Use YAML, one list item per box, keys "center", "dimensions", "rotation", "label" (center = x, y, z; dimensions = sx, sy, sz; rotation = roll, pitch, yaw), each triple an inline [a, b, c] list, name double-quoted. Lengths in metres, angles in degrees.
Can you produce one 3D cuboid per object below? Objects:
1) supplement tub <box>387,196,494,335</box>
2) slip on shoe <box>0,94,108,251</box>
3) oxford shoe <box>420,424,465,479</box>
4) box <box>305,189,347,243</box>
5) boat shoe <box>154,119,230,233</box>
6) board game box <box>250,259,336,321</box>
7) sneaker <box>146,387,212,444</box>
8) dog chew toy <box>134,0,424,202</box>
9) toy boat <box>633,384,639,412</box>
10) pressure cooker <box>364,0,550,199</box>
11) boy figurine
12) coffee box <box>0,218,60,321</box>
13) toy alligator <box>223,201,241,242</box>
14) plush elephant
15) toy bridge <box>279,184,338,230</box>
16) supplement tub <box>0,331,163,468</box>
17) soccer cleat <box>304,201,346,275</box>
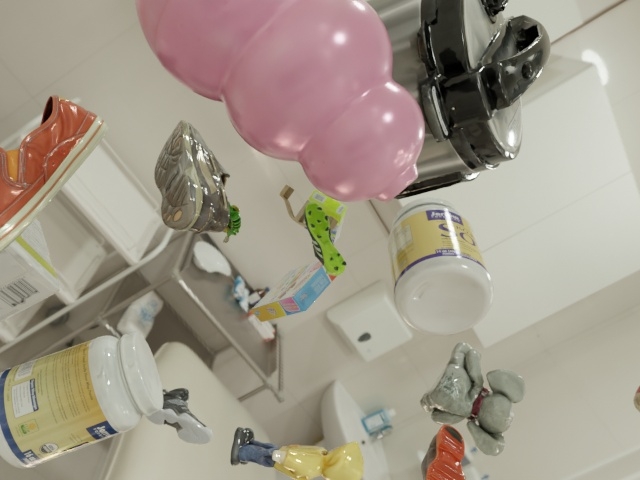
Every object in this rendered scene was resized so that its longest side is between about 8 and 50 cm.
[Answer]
- center: [0.303, 0.056, 1.313]
  dimensions: [0.241, 0.241, 0.331]
  rotation: [54, 22, -29]
  label: "supplement tub"
- center: [-0.443, -0.083, 0.723]
  dimensions: [0.101, 0.123, 0.331]
  rotation: [41, 56, -29]
  label: "slip on shoe"
- center: [0.296, 0.585, 1.235]
  dimensions: [0.097, 0.098, 0.271]
  rotation: [35, 29, 9]
  label: "oxford shoe"
- center: [0.011, -0.061, 1.454]
  dimensions: [0.109, 0.042, 0.178]
  rotation: [30, -30, 11]
  label: "box"
- center: [-0.278, -0.133, 1.096]
  dimensions: [0.130, 0.132, 0.355]
  rotation: [25, 32, -37]
  label: "boat shoe"
- center: [-0.084, 0.173, 1.775]
  dimensions: [0.064, 0.316, 0.242]
  rotation: [52, 55, -10]
  label: "board game box"
- center: [-0.498, 0.633, 1.832]
  dimensions: [0.269, 0.101, 0.153]
  rotation: [25, 23, 5]
  label: "sneaker"
- center: [-0.025, -0.177, 0.496]
  dimensions: [0.332, 0.206, 0.206]
  rotation: [49, 10, 0]
  label: "dog chew toy"
- center: [0.815, 0.346, 1.124]
  dimensions: [0.151, 0.151, 0.231]
  rotation: [20, 0, 42]
  label: "toy boat"
- center: [0.195, -0.285, 0.916]
  dimensions: [0.375, 0.420, 0.369]
  rotation: [22, 64, -52]
  label: "pressure cooker"
- center: [-0.050, 0.465, 1.074]
  dimensions: [0.177, 0.285, 0.092]
  rotation: [54, 39, -63]
  label: "boy figurine"
- center: [-1.031, 0.028, 1.434]
  dimensions: [0.334, 0.338, 0.338]
  rotation: [53, -14, 32]
  label: "coffee box"
- center: [-0.248, -0.039, 1.398]
  dimensions: [0.051, 0.056, 0.189]
  rotation: [33, -34, 13]
  label: "toy alligator"
- center: [0.483, 0.494, 1.541]
  dimensions: [0.255, 0.272, 0.330]
  rotation: [32, -2, 14]
  label: "plush elephant"
- center: [-0.038, -0.068, 1.220]
  dimensions: [0.188, 0.063, 0.026]
  rotation: [38, 3, 33]
  label: "toy bridge"
- center: [-0.548, 0.354, 1.141]
  dimensions: [0.228, 0.316, 0.228]
  rotation: [161, -90, -80]
  label: "supplement tub"
- center: [0.000, 0.000, 1.139]
  dimensions: [0.072, 0.060, 0.179]
  rotation: [-19, -85, 61]
  label: "soccer cleat"
